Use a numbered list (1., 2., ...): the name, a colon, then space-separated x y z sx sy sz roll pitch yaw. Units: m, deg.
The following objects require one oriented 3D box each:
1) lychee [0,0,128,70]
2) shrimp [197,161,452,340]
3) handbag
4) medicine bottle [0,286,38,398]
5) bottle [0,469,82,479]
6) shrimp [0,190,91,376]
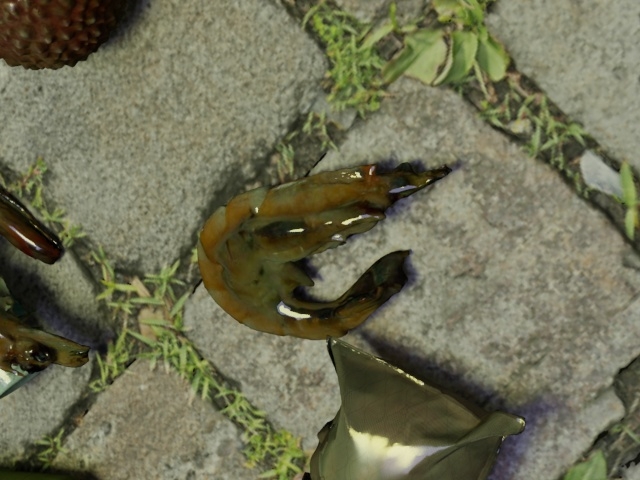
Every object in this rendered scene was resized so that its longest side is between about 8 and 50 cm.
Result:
1. lychee: -0.242 -0.233 0.960 0.165 0.165 0.197 -17 138 27
2. shrimp: 0.003 0.016 0.980 0.254 0.059 0.145 -11 102 26
3. handbag: 0.043 0.216 0.988 0.182 0.117 0.270 30 115 23
4. medicine bottle: -0.379 0.046 1.144 0.124 0.079 0.258 -41 86 20
5. bottle: -0.353 0.286 1.179 0.260 0.112 0.112 -2 103 24
6. shrimp: -0.317 0.027 1.087 0.253 0.173 0.058 25 146 -10
